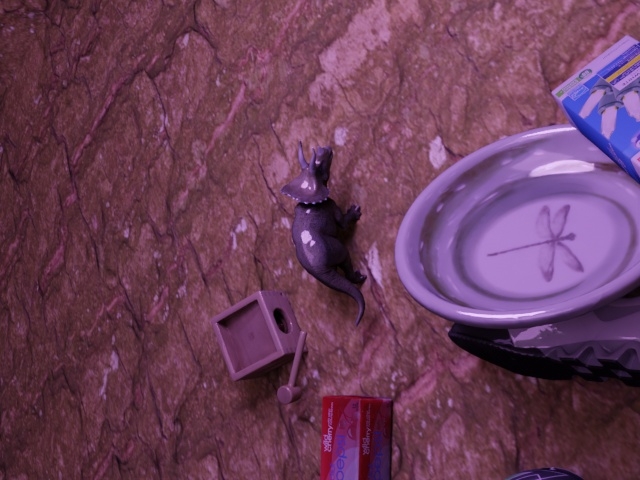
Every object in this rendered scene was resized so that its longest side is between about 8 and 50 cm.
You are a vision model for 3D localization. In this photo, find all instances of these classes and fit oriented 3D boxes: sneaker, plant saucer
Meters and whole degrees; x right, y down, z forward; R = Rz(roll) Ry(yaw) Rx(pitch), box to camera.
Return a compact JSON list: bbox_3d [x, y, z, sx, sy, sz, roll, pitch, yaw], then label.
[{"bbox_3d":[0.341,0.116,1.141,0.331,0.122,0.146,0,63,40],"label":"sneaker"},{"bbox_3d":[0.304,-0.006,1.118,0.401,0.100,0.400,-19,35,14],"label":"plant saucer"}]

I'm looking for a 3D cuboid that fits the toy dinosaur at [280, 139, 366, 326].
[{"bbox_3d":[0.000,0.000,1.400,0.121,0.160,0.313,-16,70,37],"label":"toy dinosaur"}]

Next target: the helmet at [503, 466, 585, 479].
[{"bbox_3d":[0.291,0.386,1.075,0.169,0.161,0.169,-4,59,6],"label":"helmet"}]

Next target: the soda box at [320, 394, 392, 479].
[{"bbox_3d":[0.056,0.388,1.320,0.083,0.092,0.263,-6,77,41],"label":"soda box"}]

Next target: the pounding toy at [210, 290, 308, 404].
[{"bbox_3d":[-0.076,0.198,1.474,0.181,0.094,0.206,-31,72,26],"label":"pounding toy"}]

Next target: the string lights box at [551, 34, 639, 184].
[{"bbox_3d":[0.427,-0.161,1.052,0.133,0.077,0.259,-38,32,10],"label":"string lights box"}]
